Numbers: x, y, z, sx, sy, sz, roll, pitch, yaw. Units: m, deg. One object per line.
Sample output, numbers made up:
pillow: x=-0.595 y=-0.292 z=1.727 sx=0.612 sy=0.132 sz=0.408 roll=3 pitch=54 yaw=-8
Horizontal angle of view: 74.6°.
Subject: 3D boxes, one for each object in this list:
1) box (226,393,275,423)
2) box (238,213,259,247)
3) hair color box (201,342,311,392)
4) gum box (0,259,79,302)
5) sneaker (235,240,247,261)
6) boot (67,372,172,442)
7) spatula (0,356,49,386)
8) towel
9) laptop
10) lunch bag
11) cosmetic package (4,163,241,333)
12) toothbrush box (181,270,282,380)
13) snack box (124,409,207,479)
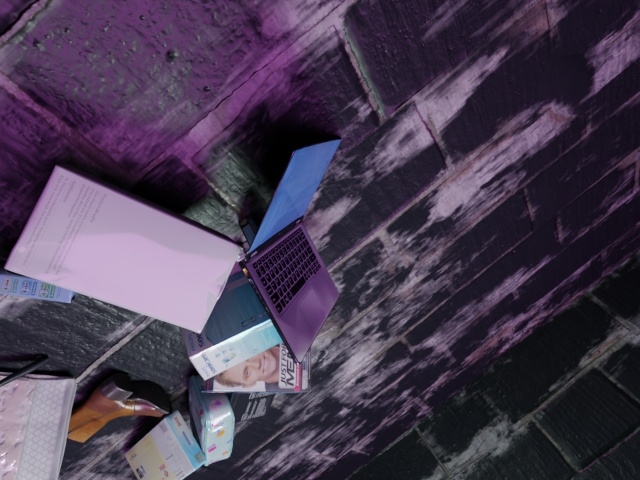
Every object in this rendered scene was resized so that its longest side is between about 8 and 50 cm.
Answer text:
box: x=-0.259 y=0.534 z=1.521 sx=0.184 sy=0.103 sz=0.262 roll=-1 pitch=126 yaw=-36
box: x=-0.131 y=0.053 z=1.163 sx=0.044 sy=0.159 sz=0.233 roll=-34 pitch=135 yaw=-1
hair color box: x=-0.199 y=0.405 z=1.369 sx=0.346 sy=0.174 sz=0.105 roll=13 pitch=155 yaw=-33
gum box: x=-0.600 y=0.082 z=0.875 sx=0.184 sy=0.157 sz=0.041 roll=12 pitch=90 yaw=-19
sneaker: x=-0.217 y=0.029 z=1.178 sx=0.098 sy=0.038 sz=0.069 roll=14 pitch=118 yaw=-39
boot: x=-0.645 y=0.555 z=1.311 sx=0.280 sy=0.096 sz=0.264 roll=-39 pitch=139 yaw=5
spatula: x=-0.791 y=0.370 z=1.002 sx=0.084 sy=0.296 sz=0.030 roll=-27 pitch=100 yaw=36
towel: x=-0.798 y=0.497 z=1.031 sx=0.316 sy=0.333 sz=0.053 roll=18 pitch=151 yaw=-41
laptop: x=0.000 y=0.000 z=1.017 sx=0.236 sy=0.382 sz=0.408 roll=-24 pitch=98 yaw=22
lunch bag: x=-0.379 y=0.596 z=1.420 sx=0.107 sy=0.224 sz=0.280 roll=-10 pitch=124 yaw=-32
cosmetic package: x=-0.389 y=0.020 z=0.883 sx=0.384 sy=0.156 sz=0.218 roll=29 pitch=88 yaw=-28
toothbrush box: x=-0.237 y=0.218 z=1.195 sx=0.295 sy=0.216 sz=0.126 roll=-24 pitch=134 yaw=-13
snack box: x=-0.524 y=0.724 z=1.403 sx=0.322 sy=0.187 sz=0.060 roll=-44 pitch=166 yaw=29
